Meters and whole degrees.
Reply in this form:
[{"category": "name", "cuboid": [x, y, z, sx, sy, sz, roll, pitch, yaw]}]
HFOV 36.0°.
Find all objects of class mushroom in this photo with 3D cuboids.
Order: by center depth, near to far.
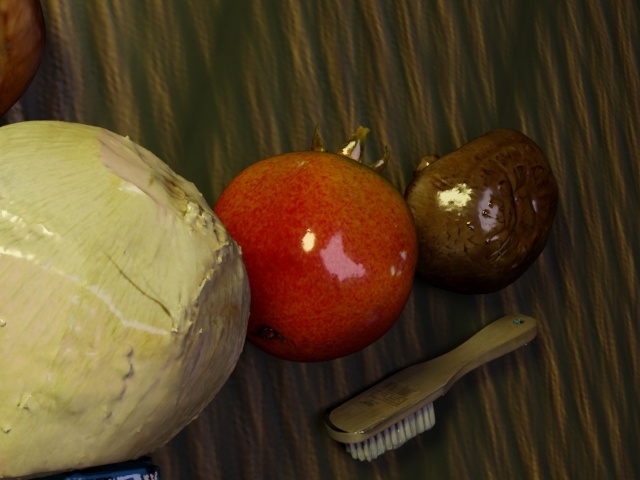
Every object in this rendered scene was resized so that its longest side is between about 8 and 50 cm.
[{"category": "mushroom", "cuboid": [0.205, -0.030, 1.184, 0.231, 0.138, 0.194, -37, 105, -28]}]

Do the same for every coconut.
[{"category": "coconut", "cuboid": [-0.202, 0.040, 0.812, 0.297, 0.297, 0.254, 17, 114, -29]}]

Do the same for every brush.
[{"category": "brush", "cuboid": [0.143, 0.174, 1.176, 0.328, 0.070, 0.065, -25, 116, -32]}]

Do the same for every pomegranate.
[{"category": "pomegranate", "cuboid": [0.000, 0.000, 1.013, 0.221, 0.221, 0.256, 32, 68, -25]}]

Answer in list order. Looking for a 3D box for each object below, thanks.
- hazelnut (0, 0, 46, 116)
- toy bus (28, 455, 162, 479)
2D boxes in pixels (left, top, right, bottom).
[{"category": "hazelnut", "cuboid": [-0.338, -0.203, 0.857, 0.214, 0.176, 0.214, -12, 90, -70]}, {"category": "toy bus", "cuboid": [-0.209, 0.237, 0.880, 0.106, 0.185, 0.090, 0, 85, -29]}]
